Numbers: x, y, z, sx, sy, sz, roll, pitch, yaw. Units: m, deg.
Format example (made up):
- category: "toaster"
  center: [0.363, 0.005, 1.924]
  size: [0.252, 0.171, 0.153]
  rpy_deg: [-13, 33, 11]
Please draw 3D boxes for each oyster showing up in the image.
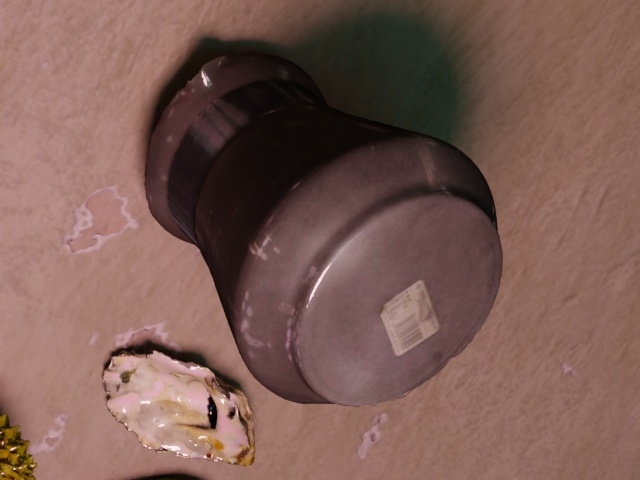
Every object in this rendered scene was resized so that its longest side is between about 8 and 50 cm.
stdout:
- category: "oyster"
  center: [-0.159, 0.188, 1.990]
  size: [0.209, 0.072, 0.133]
  rpy_deg: [18, 115, -8]

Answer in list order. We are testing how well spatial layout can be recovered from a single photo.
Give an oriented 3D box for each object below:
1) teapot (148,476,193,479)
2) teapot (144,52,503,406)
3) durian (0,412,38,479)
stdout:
- category: "teapot"
  center: [-0.182, 0.461, 2.064]
  size: [0.239, 0.321, 0.239]
  rpy_deg: [-30, 166, -28]
- category: "teapot"
  center: [0.000, 0.000, 1.786]
  size: [0.305, 0.362, 0.376]
  rpy_deg: [-34, 134, -11]
- category: "durian"
  center: [-0.416, 0.280, 1.848]
  size: [0.237, 0.200, 0.176]
  rpy_deg: [-33, 161, 16]
